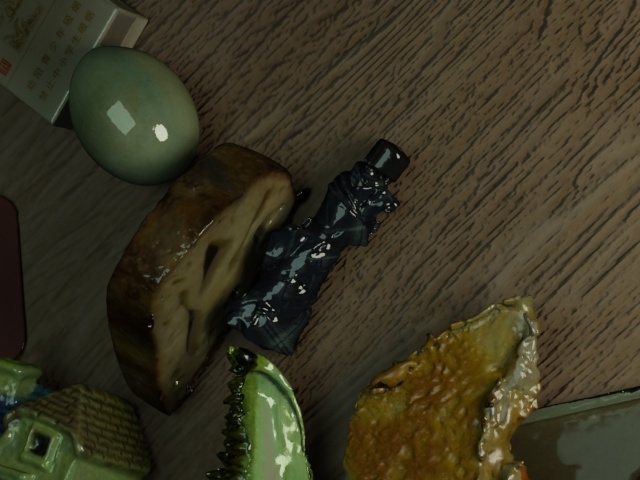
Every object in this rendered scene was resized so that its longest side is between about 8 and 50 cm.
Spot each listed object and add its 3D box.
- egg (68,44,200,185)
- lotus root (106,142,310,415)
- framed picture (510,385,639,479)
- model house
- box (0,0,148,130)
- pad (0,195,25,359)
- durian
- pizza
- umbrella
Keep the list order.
[{"bbox_3d":[-0.180,-0.121,1.856,0.114,0.114,0.152,-41,73,18],"label":"egg"},{"bbox_3d":[-0.121,0.031,1.786,0.074,0.170,0.261,32,91,23],"label":"lotus root"},{"bbox_3d":[0.268,0.245,1.626,0.335,0.022,0.247,-16,76,26],"label":"framed picture"},{"bbox_3d":[-0.288,0.212,1.841,0.214,0.195,0.189,16,82,33],"label":"model house"},{"bbox_3d":[-0.286,-0.218,1.957,0.201,0.058,0.141,35,101,26],"label":"box"},{"bbox_3d":[-0.435,0.048,1.966,0.267,0.004,0.181,-5,79,0],"label":"pad"},{"bbox_3d":[-0.053,0.281,1.739,0.106,0.132,0.375,153,112,-68],"label":"durian"},{"bbox_3d":[0.107,0.181,1.672,0.189,0.071,0.297,14,88,42],"label":"pizza"},{"bbox_3d":[-0.002,-0.002,1.776,0.224,0.080,0.071,-52,40,10],"label":"umbrella"}]
